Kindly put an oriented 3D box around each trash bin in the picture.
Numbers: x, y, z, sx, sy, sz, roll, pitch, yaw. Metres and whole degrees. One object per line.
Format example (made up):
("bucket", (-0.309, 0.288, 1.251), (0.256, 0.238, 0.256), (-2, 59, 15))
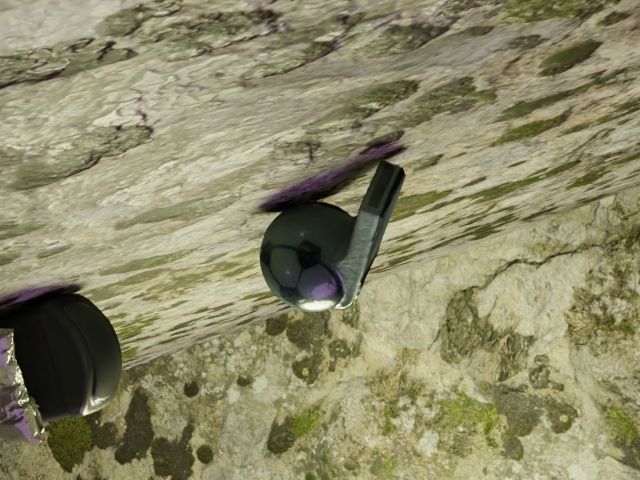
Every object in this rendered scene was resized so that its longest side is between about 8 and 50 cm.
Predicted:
("trash bin", (-0.411, 0.184, 1.605), (0.236, 0.177, 0.101), (-18, -179, 23))

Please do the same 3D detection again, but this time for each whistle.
("whistle", (0.000, 0.000, 1.451), (0.163, 0.163, 0.290), (-15, 145, -24))

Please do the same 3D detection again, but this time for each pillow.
("pillow", (-0.470, 0.194, 1.489), (0.148, 0.050, 0.230), (-2, 131, 0))
